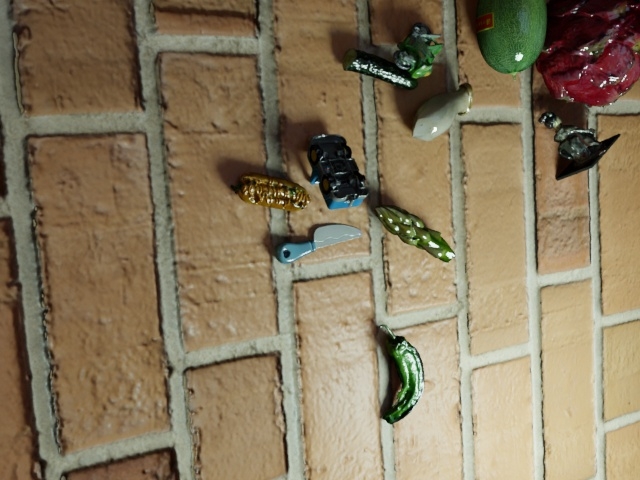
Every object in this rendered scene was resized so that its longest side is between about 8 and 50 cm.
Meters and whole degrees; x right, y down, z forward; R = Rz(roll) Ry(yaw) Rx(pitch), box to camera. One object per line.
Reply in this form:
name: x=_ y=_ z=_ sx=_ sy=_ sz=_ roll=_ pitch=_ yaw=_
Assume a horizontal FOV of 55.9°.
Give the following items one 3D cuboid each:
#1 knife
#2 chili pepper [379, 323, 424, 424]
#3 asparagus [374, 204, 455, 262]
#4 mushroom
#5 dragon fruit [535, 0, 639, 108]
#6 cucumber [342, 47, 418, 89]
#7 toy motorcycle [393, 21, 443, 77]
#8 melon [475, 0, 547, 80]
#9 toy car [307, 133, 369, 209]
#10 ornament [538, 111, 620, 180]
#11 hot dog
knife: x=-0.001 y=-0.002 z=1.447 sx=0.244 sy=0.032 sz=0.058 roll=-20 pitch=93 yaw=-29
chili pepper: x=0.204 y=0.328 z=1.544 sx=0.122 sy=0.065 sz=0.279 roll=-14 pitch=103 yaw=-29
asparagus: x=0.235 y=-0.026 z=1.535 sx=0.287 sy=0.080 sz=0.080 roll=26 pitch=81 yaw=-34
mushroom: x=0.313 y=-0.327 z=1.549 sx=0.212 sy=0.088 sz=0.097 roll=-36 pitch=117 yaw=-27
dragon fruit: x=0.734 y=-0.529 z=1.624 sx=0.329 sy=0.329 sz=0.329 roll=-2 pitch=94 yaw=-26
cucumber: x=0.156 y=-0.417 z=1.486 sx=0.214 sy=0.052 sz=0.058 roll=11 pitch=109 yaw=-27
toy motorcycle: x=0.246 y=-0.467 z=1.497 sx=0.106 sy=0.074 sz=0.190 roll=40 pitch=53 yaw=-10
melon: x=0.497 y=-0.563 z=1.575 sx=0.182 sy=0.182 sz=0.288 roll=-6 pitch=95 yaw=-26
toy car: x=0.032 y=-0.149 z=1.406 sx=0.097 sy=0.100 sz=0.191 roll=-8 pitch=63 yaw=-26
ornament: x=0.716 y=-0.306 z=1.735 sx=0.196 sy=0.166 sz=0.153 roll=47 pitch=71 yaw=-5
hot dog: x=-0.107 y=-0.110 z=1.369 sx=0.188 sy=0.055 sz=0.072 roll=9 pitch=90 yaw=-28
